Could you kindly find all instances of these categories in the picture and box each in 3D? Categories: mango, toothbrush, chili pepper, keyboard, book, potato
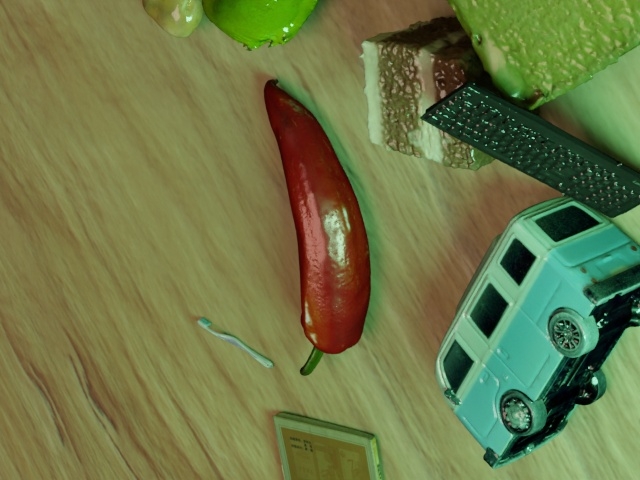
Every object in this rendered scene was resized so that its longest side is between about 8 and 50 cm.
[{"bbox_3d":[-0.056,-0.288,1.964,0.178,0.119,0.100,-32,41,40],"label":"mango"},{"bbox_3d":[-0.112,0.134,2.293,0.131,0.013,0.011,30,139,30],"label":"toothbrush"},{"bbox_3d":[0.003,-0.003,2.070,0.137,0.092,0.368,21,118,60],"label":"chili pepper"},{"bbox_3d":[0.220,-0.086,1.721,0.250,0.017,0.087,26,148,-25],"label":"keyboard"},{"bbox_3d":[0.022,0.344,2.260,0.170,0.018,0.241,9,116,41],"label":"book"},{"bbox_3d":[-0.177,-0.281,2.115,0.083,0.062,0.068,19,95,12],"label":"potato"}]

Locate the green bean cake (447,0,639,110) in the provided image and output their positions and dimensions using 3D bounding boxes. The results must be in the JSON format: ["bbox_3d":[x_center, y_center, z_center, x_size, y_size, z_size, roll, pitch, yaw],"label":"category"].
[{"bbox_3d":[0.231,-0.270,1.661,0.236,0.124,0.233,-32,86,48],"label":"green bean cake"}]

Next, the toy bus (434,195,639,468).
[{"bbox_3d":[0.225,0.092,1.845,0.165,0.133,0.271,47,134,24],"label":"toy bus"}]

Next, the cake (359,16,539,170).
[{"bbox_3d":[0.131,-0.154,1.811,0.147,0.135,0.134,7,114,38],"label":"cake"}]
